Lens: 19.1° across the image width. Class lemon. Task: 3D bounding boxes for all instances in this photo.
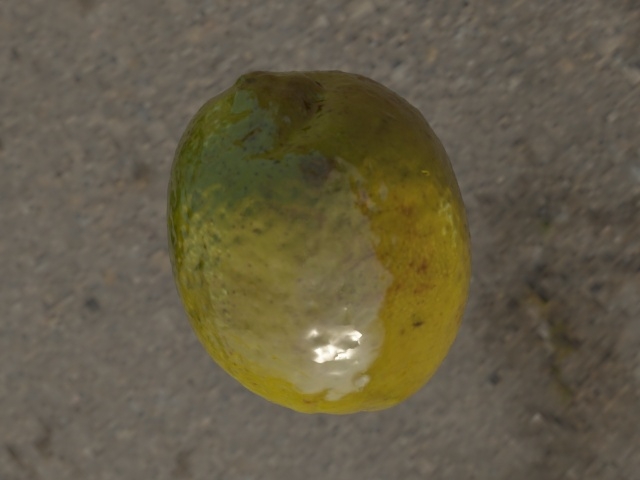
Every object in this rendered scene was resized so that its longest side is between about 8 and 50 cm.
[{"bbox_3d":[0.000,0.000,1.058,0.170,0.170,0.207,13,124,32],"label":"lemon"}]
